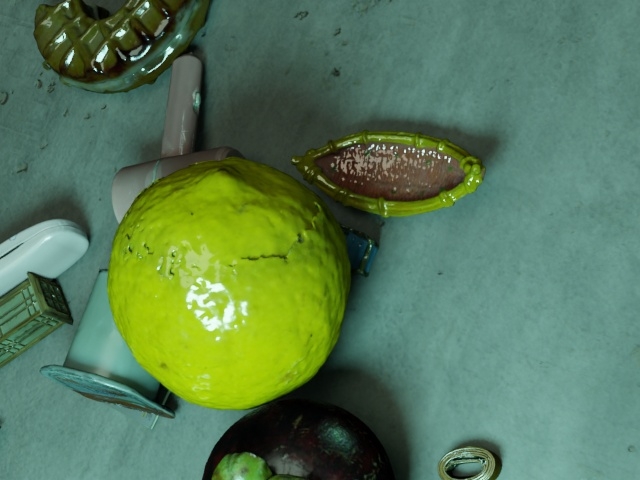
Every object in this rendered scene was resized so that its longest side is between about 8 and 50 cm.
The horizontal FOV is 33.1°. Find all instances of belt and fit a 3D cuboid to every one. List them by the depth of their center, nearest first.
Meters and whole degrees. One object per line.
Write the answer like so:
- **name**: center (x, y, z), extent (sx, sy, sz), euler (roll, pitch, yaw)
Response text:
- **belt**: center (0.204, 0.313, 1.478), extent (0.083, 0.036, 0.059), euler (-13, 69, 23)

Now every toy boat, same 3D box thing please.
- **toy boat**: center (0.110, -0.103, 1.634), extent (0.318, 0.099, 0.141), euler (6, 72, 31)
- **toy boat**: center (0.000, 0.000, 1.662), extent (0.185, 0.077, 0.075), euler (21, 84, 30)

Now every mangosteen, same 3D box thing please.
- **mangosteen**: center (-0.036, 0.350, 1.442), extent (0.288, 0.288, 0.288), euler (-9, 69, 24)

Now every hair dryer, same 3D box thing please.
- **hair dryer**: center (-0.220, -0.181, 1.820), extent (0.210, 0.125, 0.352), euler (-10, 62, 22)

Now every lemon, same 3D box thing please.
- **lemon**: center (-0.128, 0.071, 1.529), extent (0.350, 0.350, 0.387), euler (26, 128, 31)

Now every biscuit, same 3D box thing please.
- **biscuit**: center (-0.348, -0.409, 1.954), extent (0.366, 0.115, 0.268), euler (-41, 59, 10)

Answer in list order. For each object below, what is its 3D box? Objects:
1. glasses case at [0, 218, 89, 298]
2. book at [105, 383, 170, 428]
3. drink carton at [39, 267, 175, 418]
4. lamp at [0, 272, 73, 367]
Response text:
- **glasses case**: center (-0.539, 0.054, 1.890), extent (0.297, 0.113, 0.075), euler (-32, 64, 13)
- **book**: center (-0.317, 0.220, 1.780), extent (0.182, 0.014, 0.127), euler (21, 83, 30)
- **drink carton**: center (-0.306, 0.158, 1.689), extent (0.185, 0.191, 0.189), euler (12, 71, 30)
- **lamp**: center (-0.590, 0.185, 1.885), extent (0.325, 0.090, 0.089), euler (-35, 62, 13)
